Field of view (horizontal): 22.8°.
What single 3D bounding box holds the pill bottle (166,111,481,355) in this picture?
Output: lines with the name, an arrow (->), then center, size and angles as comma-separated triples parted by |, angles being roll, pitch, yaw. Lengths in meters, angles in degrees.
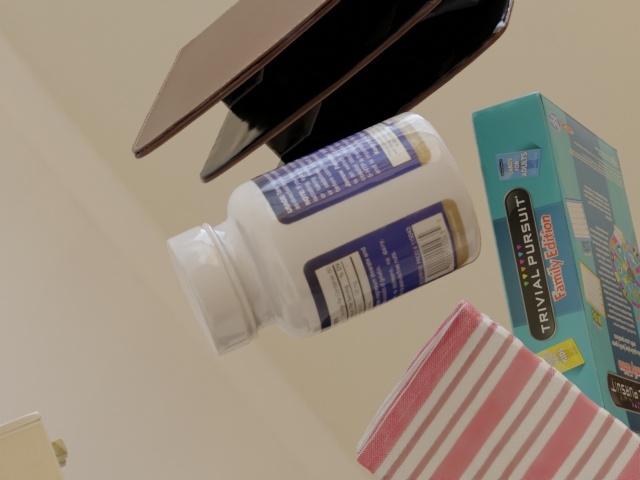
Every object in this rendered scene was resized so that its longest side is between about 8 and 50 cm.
pill bottle -> 0.000, 0.000, 1.045 | 0.112, 0.187, 0.112 | 156, 90, -81

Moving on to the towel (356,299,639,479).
towel -> 0.133, 0.153, 1.109 | 0.197, 0.144, 0.029 | 39, -169, 22

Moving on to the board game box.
board game box -> 0.261, 0.045, 1.614 | 0.254, 0.079, 0.336 | 21, -124, -60

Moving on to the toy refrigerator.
toy refrigerator -> -0.222, 0.197, 1.167 | 0.094, 0.269, 0.102 | -20, -98, -11

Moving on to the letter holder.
letter holder -> 0.003, -0.150, 1.381 | 0.152, 0.302, 0.214 | 44, -149, -17
